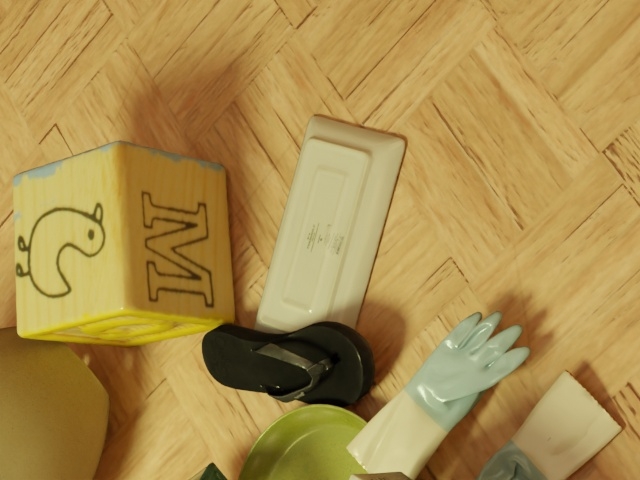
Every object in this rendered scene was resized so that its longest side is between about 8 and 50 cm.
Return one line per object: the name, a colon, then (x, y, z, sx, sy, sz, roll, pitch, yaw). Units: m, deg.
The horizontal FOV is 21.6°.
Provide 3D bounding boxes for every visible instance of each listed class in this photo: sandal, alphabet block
sandal: (-0.042, 0.144, 1.865, 0.254, 0.054, 0.097, -4, 107, 43)
alphabet block: (-0.230, 0.011, 1.967, 0.192, 0.193, 0.197, -15, 74, 38)

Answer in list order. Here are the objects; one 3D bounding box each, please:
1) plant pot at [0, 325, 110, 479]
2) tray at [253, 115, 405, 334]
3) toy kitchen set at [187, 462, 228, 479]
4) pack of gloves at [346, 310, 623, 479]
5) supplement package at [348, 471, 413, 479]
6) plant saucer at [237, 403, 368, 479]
plant pot: (-0.367, 0.213, 2.025, 0.284, 0.284, 0.191, 31, 67, 38)
tray: (0.000, 0.000, 1.889, 0.145, 0.030, 0.270, 18, 94, 38)
toy kitchen set: (-0.073, 0.348, 1.817, 0.122, 0.166, 0.207, -35, 94, 12)
pack of gloves: (0.169, 0.201, 1.719, 0.195, 0.046, 0.232, 46, 107, 19)
supplement package: (0.108, 0.378, 1.613, 0.261, 0.145, 0.204, 32, 96, 21)
plant saucer: (0.006, 0.300, 1.831, 0.241, 0.037, 0.241, -6, 80, 37)
